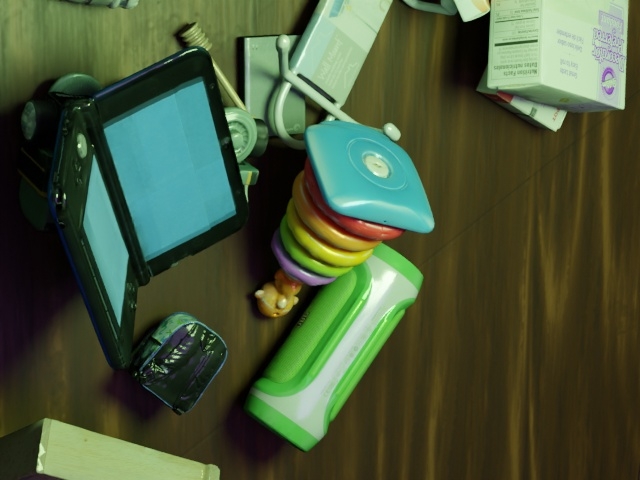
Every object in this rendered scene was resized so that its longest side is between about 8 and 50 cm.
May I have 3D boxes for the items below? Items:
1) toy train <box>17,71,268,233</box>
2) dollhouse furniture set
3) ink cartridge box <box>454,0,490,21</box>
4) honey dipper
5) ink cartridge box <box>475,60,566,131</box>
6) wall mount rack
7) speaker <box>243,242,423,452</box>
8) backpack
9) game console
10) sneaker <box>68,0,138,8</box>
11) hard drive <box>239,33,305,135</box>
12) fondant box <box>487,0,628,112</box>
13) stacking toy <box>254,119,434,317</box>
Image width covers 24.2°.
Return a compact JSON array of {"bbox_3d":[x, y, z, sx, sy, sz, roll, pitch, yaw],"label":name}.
[{"bbox_3d":[-0.224,-0.099,1.877,0.333,0.142,0.190,2,112,-34],"label":"toy train"},{"bbox_3d":[-0.295,0.453,1.836,0.256,0.362,0.394,22,60,-32],"label":"dollhouse furniture set"},{"bbox_3d":[0.178,-0.396,2.032,0.045,0.145,0.179,-21,105,12],"label":"ink cartridge box"},{"bbox_3d":[-0.128,-0.213,1.952,0.030,0.030,0.161,-43,113,-17],"label":"honey dipper"},{"bbox_3d":[0.310,-0.235,2.217,0.135,0.056,0.099,27,86,-34],"label":"ink cartridge box"},{"bbox_3d":[0.039,-0.291,1.960,0.304,0.130,0.350,33,79,-48],"label":"wall mount rack"},{"bbox_3d":[0.019,0.143,2.082,0.131,0.131,0.297,40,79,-32],"label":"speaker"},{"bbox_3d":[-0.191,0.154,1.978,0.114,0.084,0.105,-50,122,-7],"label":"backpack"},{"bbox_3d":[-0.190,-0.035,1.747,0.173,0.250,0.293,-8,132,6],"label":"game console"},{"bbox_3d":[-0.261,-0.364,1.732,0.115,0.105,0.281,-9,147,-17],"label":"sneaker"},{"bbox_3d":[-0.065,-0.208,2.009,0.094,0.022,0.135,-8,106,-31],"label":"hard drive"},{"bbox_3d":[0.342,-0.361,2.108,0.238,0.096,0.330,7,86,-51],"label":"fondant box"},{"bbox_3d":[0.000,0.000,2.001,0.175,0.166,0.302,12,132,-31],"label":"stacking toy"}]
